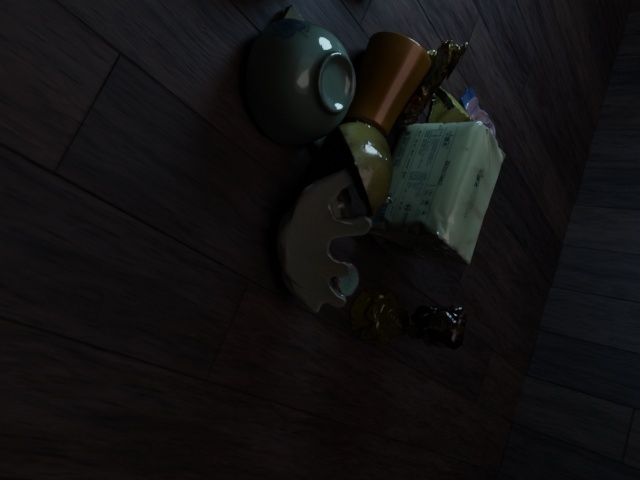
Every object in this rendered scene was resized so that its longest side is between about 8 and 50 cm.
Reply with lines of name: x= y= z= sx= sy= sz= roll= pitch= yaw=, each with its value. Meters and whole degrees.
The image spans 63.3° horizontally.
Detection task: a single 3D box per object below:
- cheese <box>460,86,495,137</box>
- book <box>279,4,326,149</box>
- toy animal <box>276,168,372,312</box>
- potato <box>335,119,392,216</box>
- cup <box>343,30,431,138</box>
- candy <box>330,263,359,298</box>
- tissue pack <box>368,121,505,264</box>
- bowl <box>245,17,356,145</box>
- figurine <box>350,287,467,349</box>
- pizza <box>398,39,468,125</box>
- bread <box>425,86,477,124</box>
cheese: x=0.574 y=-0.419 z=1.900 sx=0.189 sy=0.074 sz=0.286 roll=-53 pitch=128 yaw=-28
book: x=-0.039 y=-0.389 z=1.271 sx=0.282 sy=0.025 sz=0.215 roll=39 pitch=70 yaw=-46
toy animal: x=0.000 y=0.000 z=1.296 sx=0.266 sy=0.188 sz=0.308 roll=-30 pitch=111 yaw=-5
potato: x=0.125 y=-0.185 z=1.293 sx=0.115 sy=0.299 sz=0.239 roll=-17 pitch=110 yaw=3
cup: x=0.174 y=-0.410 z=1.417 sx=0.264 sy=0.182 sz=0.226 roll=-64 pitch=167 yaw=-7
candy: x=0.066 y=0.113 z=1.466 sx=0.103 sy=0.043 sz=0.103 roll=-15 pitch=110 yaw=-47
tissue pack: x=0.335 y=-0.142 z=1.526 sx=0.207 sy=0.297 sz=0.381 roll=35 pitch=73 yaw=-43
bowl: x=-0.015 y=-0.357 z=1.179 sx=0.289 sy=0.146 sz=0.290 roll=-15 pitch=110 yaw=-45
figurine: x=0.263 y=0.247 z=1.502 sx=0.168 sy=0.315 sz=0.187 roll=-51 pitch=130 yaw=-29
pizza: x=0.305 y=-0.454 z=1.504 sx=0.073 sy=0.288 sz=0.252 roll=25 pitch=93 yaw=-7
bread: x=0.424 y=-0.435 z=1.742 sx=0.147 sy=0.127 sz=0.152 roll=18 pitch=51 yaw=-46
